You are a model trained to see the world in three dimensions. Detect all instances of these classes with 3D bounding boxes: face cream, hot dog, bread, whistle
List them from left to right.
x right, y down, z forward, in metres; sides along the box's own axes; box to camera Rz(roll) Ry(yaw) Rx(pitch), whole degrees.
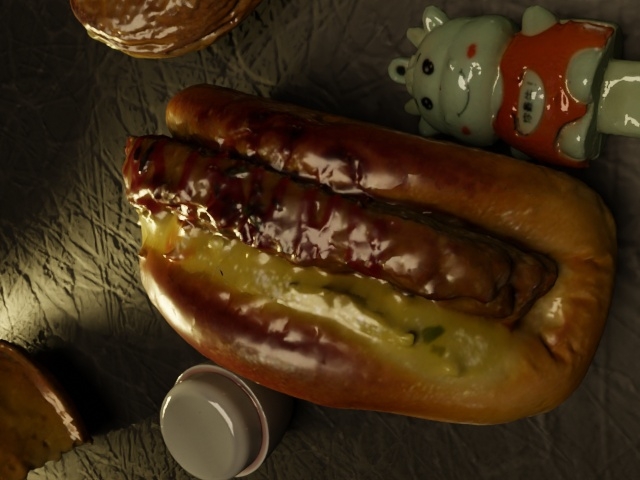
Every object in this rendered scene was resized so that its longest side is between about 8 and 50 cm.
[{"bbox_3d":[-0.445,0.223,0.963,0.340,0.194,0.178,-23,93,37],"label":"bread"},{"bbox_3d":[-0.115,-0.281,0.675,0.196,0.122,0.272,38,123,18],"label":"hot dog"},{"bbox_3d":[-0.090,0.171,0.795,0.117,0.104,0.117,9,108,29],"label":"face cream"},{"bbox_3d":[0.001,-0.002,0.604,0.405,0.223,0.185,19,100,28],"label":"hot dog"},{"bbox_3d":[0.162,-0.106,0.576,0.253,0.105,0.101,14,151,26],"label":"whistle"}]
